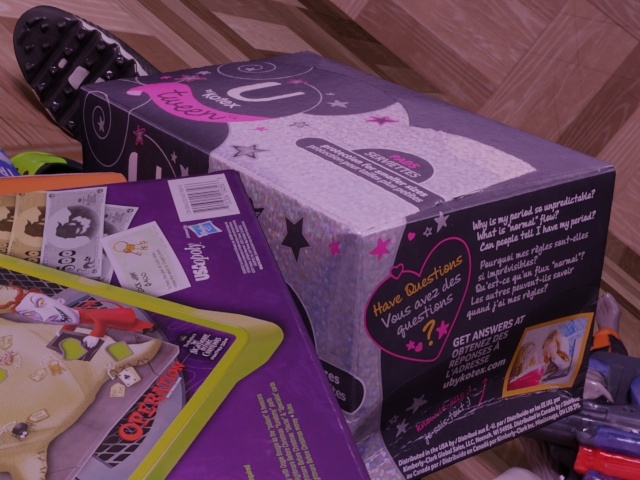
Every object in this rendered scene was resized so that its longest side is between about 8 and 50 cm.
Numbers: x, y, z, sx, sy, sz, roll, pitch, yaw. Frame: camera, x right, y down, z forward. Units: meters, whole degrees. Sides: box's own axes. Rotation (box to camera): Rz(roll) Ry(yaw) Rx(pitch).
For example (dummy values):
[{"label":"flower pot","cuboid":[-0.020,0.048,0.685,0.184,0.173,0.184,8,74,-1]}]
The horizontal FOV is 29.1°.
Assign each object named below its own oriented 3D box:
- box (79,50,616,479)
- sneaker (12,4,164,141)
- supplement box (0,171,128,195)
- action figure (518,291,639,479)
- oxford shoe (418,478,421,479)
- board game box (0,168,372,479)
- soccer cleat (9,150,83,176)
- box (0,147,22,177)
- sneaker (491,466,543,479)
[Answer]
[{"label":"box","cuboid":[0.000,0.000,0.643,0.163,0.142,0.247,-14,27,-34]},{"label":"sneaker","cuboid":[-0.142,-0.104,0.974,0.234,0.078,0.106,36,12,-22]},{"label":"supplement box","cuboid":[-0.098,0.060,0.549,0.080,0.078,0.233,-4,34,-26]},{"label":"action figure","cuboid":[0.295,0.162,0.917,0.341,0.178,0.330,14,34,26]},{"label":"oxford shoe","cuboid":[0.019,0.097,0.766,0.098,0.097,0.271,53,18,-15]},{"label":"board game box","cuboid":[-0.093,0.083,0.382,0.208,0.056,0.347,-3,30,-14]},{"label":"soccer cleat","cuboid":[-0.112,-0.006,0.761,0.179,0.060,0.072,22,-5,-30]},{"label":"box","cuboid":[-0.240,-0.063,0.688,0.178,0.042,0.109,47,18,31]},{"label":"sneaker","cuboid":[0.062,0.224,0.433,0.182,0.127,0.315,43,22,4]}]
